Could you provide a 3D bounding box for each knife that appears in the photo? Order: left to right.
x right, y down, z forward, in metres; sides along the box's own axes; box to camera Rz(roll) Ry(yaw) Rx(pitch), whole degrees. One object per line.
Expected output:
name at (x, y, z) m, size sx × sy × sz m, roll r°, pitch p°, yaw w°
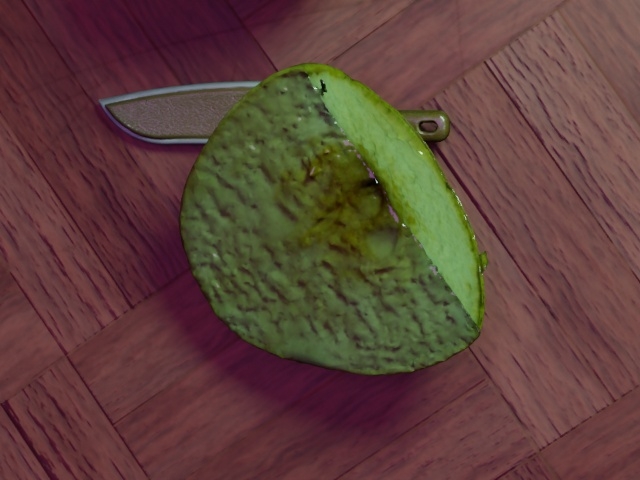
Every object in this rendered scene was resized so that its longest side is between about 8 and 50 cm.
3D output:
knife at (-0.048, -0.122, 1.250) m, size 0.343 × 0.027 × 0.061 m, roll 0°, pitch 100°, yaw 11°

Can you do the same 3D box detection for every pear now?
pear at (-0.001, -0.004, 1.201) m, size 0.239 × 0.139 × 0.288 m, roll -32°, pitch 97°, yaw 26°
